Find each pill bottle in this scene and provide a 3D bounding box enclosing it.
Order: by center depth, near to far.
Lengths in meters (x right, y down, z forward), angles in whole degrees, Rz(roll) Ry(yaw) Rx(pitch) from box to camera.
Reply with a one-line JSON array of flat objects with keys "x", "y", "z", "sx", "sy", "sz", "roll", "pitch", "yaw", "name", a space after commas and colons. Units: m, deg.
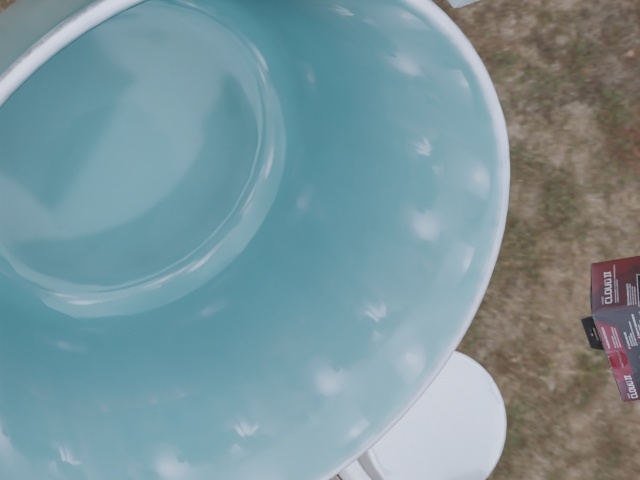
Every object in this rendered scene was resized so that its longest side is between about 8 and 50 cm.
[{"x": 0.084, "y": 0.236, "z": 1.716, "sx": 0.224, "sy": 0.392, "sz": 0.224, "roll": 1, "pitch": 85, "yaw": -17, "name": "pill bottle"}]

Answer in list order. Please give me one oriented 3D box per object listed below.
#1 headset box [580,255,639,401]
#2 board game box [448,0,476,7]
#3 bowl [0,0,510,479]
[{"x": 0.540, "y": 0.123, "z": 1.897, "sx": 0.293, "sy": 0.110, "sz": 0.218, "roll": -11, "pitch": 132, "yaw": 21, "name": "headset box"}, {"x": 0.151, "y": -0.405, "z": 1.302, "sx": 0.224, "sy": 0.097, "sz": 0.303, "roll": -25, "pitch": 71, "yaw": -31, "name": "board game box"}, {"x": -0.076, "y": -0.017, "z": 0.644, "sx": 0.311, "sy": 0.163, "sz": 0.312, "roll": -16, "pitch": 125, "yaw": -25, "name": "bowl"}]
